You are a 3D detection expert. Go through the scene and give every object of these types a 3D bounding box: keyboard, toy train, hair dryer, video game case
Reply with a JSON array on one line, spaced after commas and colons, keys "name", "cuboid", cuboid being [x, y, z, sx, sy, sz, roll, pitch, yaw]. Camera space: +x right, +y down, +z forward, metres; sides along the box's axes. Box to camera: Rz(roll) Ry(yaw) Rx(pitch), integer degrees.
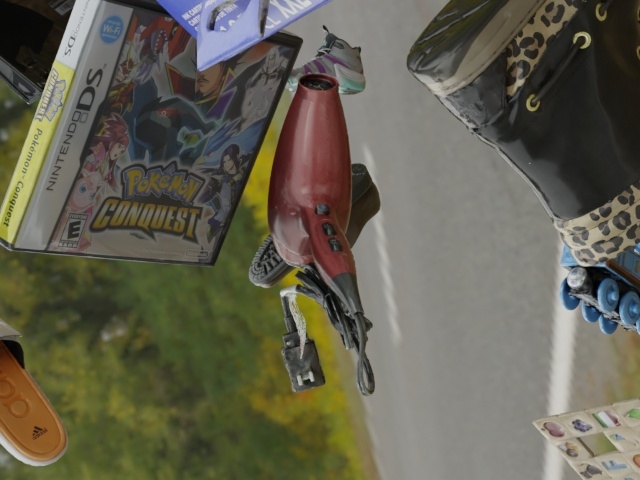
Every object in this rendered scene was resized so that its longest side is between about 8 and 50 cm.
[{"name": "keyboard", "cuboid": [-0.245, -0.221, 1.687, 0.201, 0.033, 0.317, 39, -145, -2]}, {"name": "toy train", "cuboid": [0.357, 0.051, 1.896, 0.184, 0.080, 0.105, 29, -109, -45]}, {"name": "hair dryer", "cuboid": [0.014, -0.006, 1.409, 0.223, 0.080, 0.294, 158, 104, -69]}, {"name": "video game case", "cuboid": [-0.153, -0.099, 1.447, 0.035, 0.248, 0.275, 30, -166, 35]}]

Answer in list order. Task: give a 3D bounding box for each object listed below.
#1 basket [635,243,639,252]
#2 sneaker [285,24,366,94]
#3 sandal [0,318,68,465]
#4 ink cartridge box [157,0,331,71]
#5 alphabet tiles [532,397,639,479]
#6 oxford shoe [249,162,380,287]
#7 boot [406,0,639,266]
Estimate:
[{"name": "basket", "cuboid": [0.452, -0.011, 2.040, 0.255, 0.201, 0.289, -149, 56, -65]}, {"name": "sneaker", "cuboid": [-0.001, -0.185, 1.580, 0.038, 0.098, 0.069, -13, 78, 57]}, {"name": "sandal", "cuboid": [-0.379, 0.142, 1.814, 0.265, 0.102, 0.076, 45, 139, 12]}, {"name": "ink cartridge box", "cuboid": [0.004, -0.304, 1.160, 0.151, 0.395, 0.270, 43, 153, -17]}, {"name": "alphabet tiles", "cuboid": [0.399, 0.275, 1.882, 0.237, 0.198, 0.009, 47, -133, -24]}, {"name": "oxford shoe", "cuboid": [0.000, 0.000, 2.177, 0.083, 0.227, 0.096, 32, 158, 55]}, {"name": "boot", "cuboid": [0.292, -0.185, 1.499, 0.284, 0.377, 0.138, 52, 163, -20]}]
